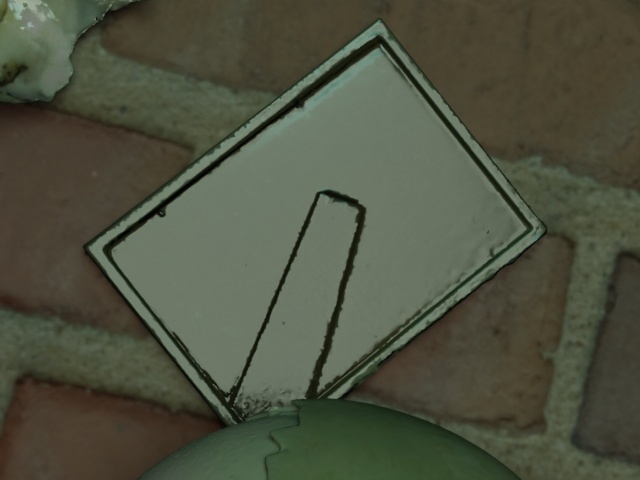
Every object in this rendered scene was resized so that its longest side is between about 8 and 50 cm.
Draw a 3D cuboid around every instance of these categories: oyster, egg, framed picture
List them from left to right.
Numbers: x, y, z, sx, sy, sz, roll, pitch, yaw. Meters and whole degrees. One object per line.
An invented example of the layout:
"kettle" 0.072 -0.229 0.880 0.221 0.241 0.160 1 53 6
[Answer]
"oyster" -0.291 -0.224 1.397 0.275 0.100 0.271 -25 91 -21
"egg" 0.000 0.254 1.298 0.336 0.278 0.278 16 83 -11
"framed picture" 0.000 0.000 1.452 0.315 0.024 0.232 -38 90 -10
